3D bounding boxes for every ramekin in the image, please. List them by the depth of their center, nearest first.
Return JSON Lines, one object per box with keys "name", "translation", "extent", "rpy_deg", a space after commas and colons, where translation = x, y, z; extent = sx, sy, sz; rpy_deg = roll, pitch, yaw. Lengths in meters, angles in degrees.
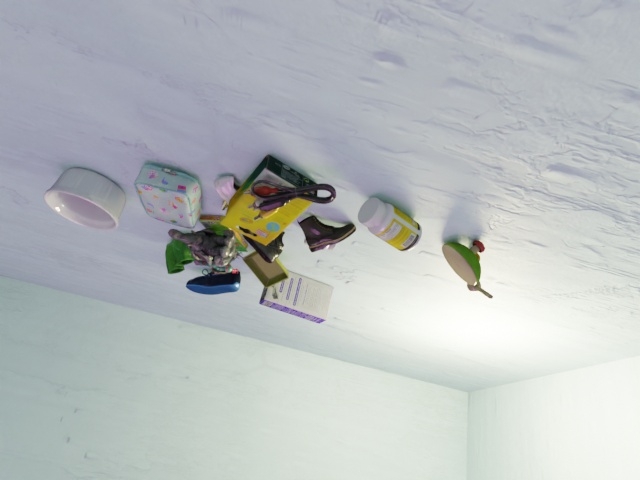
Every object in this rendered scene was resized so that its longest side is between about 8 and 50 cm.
{"name": "ramekin", "translation": [-0.932, -0.166, 1.623], "extent": [0.278, 0.135, 0.277], "rpy_deg": [9, 151, 5]}

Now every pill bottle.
{"name": "pill bottle", "translation": [0.235, -0.055, 1.372], "extent": [0.209, 0.119, 0.119], "rpy_deg": [30, 147, -28]}
{"name": "pill bottle", "translation": [0.000, 0.000, 1.618], "extent": [0.120, 0.066, 0.067], "rpy_deg": [19, 151, -12]}

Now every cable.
{"name": "cable", "translation": [-0.101, -0.152, 1.264], "extent": [0.288, 0.072, 0.139], "rpy_deg": [-15, 120, 2]}

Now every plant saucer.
{"name": "plant saucer", "translation": [-0.247, 0.116, 1.877], "extent": [0.189, 0.045, 0.188], "rpy_deg": [-27, 105, 42]}

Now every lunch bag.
{"name": "lunch bag", "translation": [-0.567, -0.165, 1.509], "extent": [0.224, 0.107, 0.279], "rpy_deg": [17, 150, -3]}

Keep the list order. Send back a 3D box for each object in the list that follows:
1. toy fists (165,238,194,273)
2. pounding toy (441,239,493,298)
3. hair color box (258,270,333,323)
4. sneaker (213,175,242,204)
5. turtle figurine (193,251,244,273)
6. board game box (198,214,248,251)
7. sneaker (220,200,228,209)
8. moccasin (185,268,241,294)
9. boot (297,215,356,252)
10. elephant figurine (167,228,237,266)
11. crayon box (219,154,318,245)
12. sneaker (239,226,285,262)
{"name": "toy fists", "translation": [-0.669, 0.058, 1.919], "extent": [0.096, 0.142, 0.279], "rpy_deg": [-7, 166, -36]}
{"name": "pounding toy", "translation": [0.564, 0.082, 1.484], "extent": [0.236, 0.110, 0.183], "rpy_deg": [55, 176, -4]}
{"name": "hair color box", "translation": [-0.118, 0.278, 2.038], "extent": [0.339, 0.185, 0.110], "rpy_deg": [22, 151, -16]}
{"name": "sneaker", "translation": [-0.290, -0.153, 1.462], "extent": [0.094, 0.080, 0.212], "rpy_deg": [-14, 142, 20]}
{"name": "turtle figurine", "translation": [-0.477, 0.100, 1.888], "extent": [0.235, 0.117, 0.175], "rpy_deg": [9, -176, 34]}
{"name": "board game box", "translation": [-0.417, -0.025, 1.773], "extent": [0.124, 0.039, 0.259], "rpy_deg": [3, 147, 18]}
{"name": "sneaker", "translation": [-0.361, -0.136, 1.555], "extent": [0.035, 0.031, 0.083], "rpy_deg": [22, 150, -17]}
{"name": "moccasin", "translation": [-0.573, 0.226, 2.203], "extent": [0.343, 0.116, 0.137], "rpy_deg": [-3, 148, 20]}
{"name": "boot", "translation": [0.021, -0.052, 1.522], "extent": [0.198, 0.077, 0.136], "rpy_deg": [-25, 104, 9]}
{"name": "elephant figurine", "translation": [-0.484, 0.011, 1.684], "extent": [0.240, 0.169, 0.185], "rpy_deg": [12, 127, 1]}
{"name": "crayon box", "translation": [-0.183, -0.125, 1.380], "extent": [0.202, 0.081, 0.319], "rpy_deg": [29, 132, -27]}
{"name": "sneaker", "translation": [-0.236, -0.028, 1.661], "extent": [0.227, 0.130, 0.087], "rpy_deg": [48, 149, -5]}
